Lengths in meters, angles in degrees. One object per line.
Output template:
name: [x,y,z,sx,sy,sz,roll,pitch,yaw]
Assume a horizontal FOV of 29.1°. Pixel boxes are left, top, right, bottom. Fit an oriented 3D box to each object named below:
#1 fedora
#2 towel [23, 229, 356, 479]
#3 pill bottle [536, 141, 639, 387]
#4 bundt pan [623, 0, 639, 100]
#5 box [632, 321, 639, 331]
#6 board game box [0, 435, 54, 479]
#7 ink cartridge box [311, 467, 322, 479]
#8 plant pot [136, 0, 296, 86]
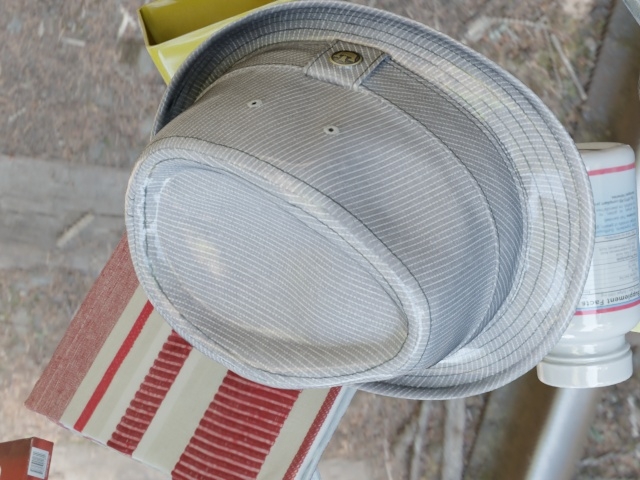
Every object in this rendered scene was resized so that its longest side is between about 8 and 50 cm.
fedora: [0.000,0.000,0.681,0.275,0.124,0.244,28,124,16]
towel: [-0.097,0.093,1.077,0.037,0.329,0.237,45,68,-46]
pill bottle: [0.177,0.016,0.849,0.087,0.087,0.160,-6,99,-4]
bundt pan: [0.228,-0.078,0.266,0.330,0.124,0.331,4,121,7]
box: [0.405,0.075,1.644,0.232,0.058,0.087,6,98,15]
board game box: [-0.352,0.265,1.118,0.281,0.145,0.027,-16,148,37]
ink cartridge box: [-0.139,0.204,1.808,0.071,0.330,0.324,-35,133,-21]
plant pot: [-0.121,-0.253,1.741,0.212,0.212,0.187,-21,117,-2]
